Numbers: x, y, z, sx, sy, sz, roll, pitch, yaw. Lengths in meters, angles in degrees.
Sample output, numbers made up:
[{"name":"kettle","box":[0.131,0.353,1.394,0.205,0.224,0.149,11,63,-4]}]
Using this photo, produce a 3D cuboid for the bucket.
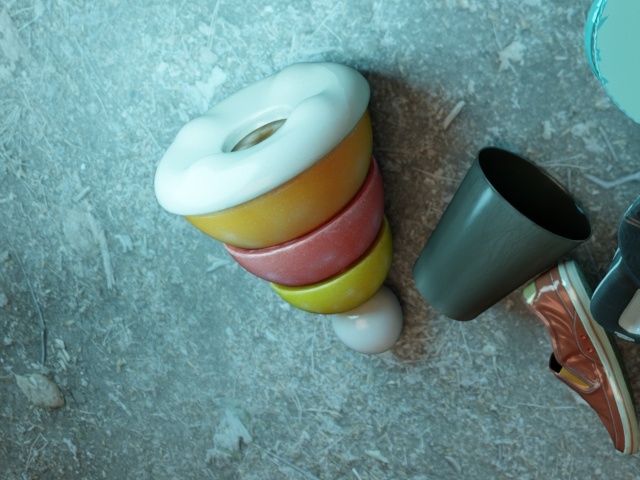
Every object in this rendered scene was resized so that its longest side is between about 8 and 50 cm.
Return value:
[{"name":"bucket","box":[0.474,-0.266,1.261,0.281,0.183,0.281,8,113,20]}]

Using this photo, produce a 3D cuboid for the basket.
[{"name":"basket","box":[0.253,0.005,1.502,0.204,0.154,0.227,32,126,-6]}]

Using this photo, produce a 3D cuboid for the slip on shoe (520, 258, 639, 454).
[{"name":"slip on shoe","box":[0.398,0.183,1.514,0.101,0.123,0.331,-23,109,18]}]

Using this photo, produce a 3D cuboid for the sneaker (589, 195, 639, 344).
[{"name":"sneaker","box":[0.481,-0.064,1.272,0.169,0.257,0.447,26,153,8]}]

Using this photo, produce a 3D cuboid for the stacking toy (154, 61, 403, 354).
[{"name":"stacking toy","box":[0.000,0.000,1.555,0.350,0.350,0.480,-15,120,28]}]
